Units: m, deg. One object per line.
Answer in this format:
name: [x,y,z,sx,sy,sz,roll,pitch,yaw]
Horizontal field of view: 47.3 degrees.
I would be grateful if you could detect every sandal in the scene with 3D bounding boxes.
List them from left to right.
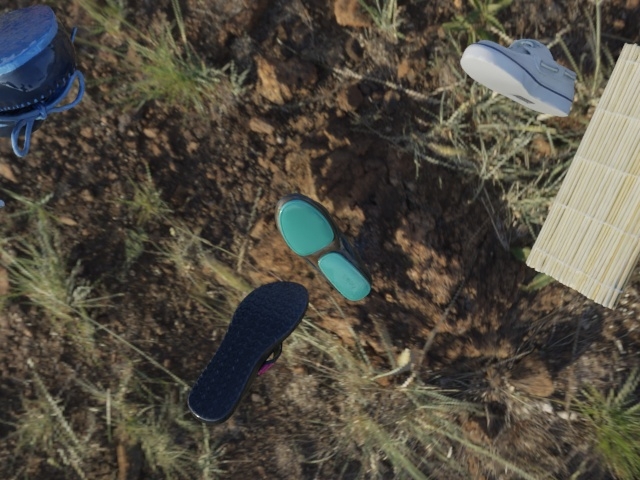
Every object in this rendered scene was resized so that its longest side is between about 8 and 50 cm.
sandal: [-0.074,0.115,0.767,0.067,0.040,0.179,23,62,24]

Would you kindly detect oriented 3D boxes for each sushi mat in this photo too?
sushi mat: [0.367,-0.087,0.895,0.151,0.019,0.317,35,105,58]

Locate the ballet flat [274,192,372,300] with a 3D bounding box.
ballet flat: [0.000,0.000,1.316,0.095,0.280,0.096,-27,38,13]

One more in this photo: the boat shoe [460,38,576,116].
boat shoe: [0.320,-0.270,1.141,0.096,0.267,0.088,23,97,51]

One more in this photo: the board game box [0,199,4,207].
board game box: [-0.547,-0.079,1.065,0.133,0.168,0.033,-4,78,31]

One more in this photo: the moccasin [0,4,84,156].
moccasin: [-0.323,-0.170,0.773,0.137,0.117,0.342,-40,32,-20]
